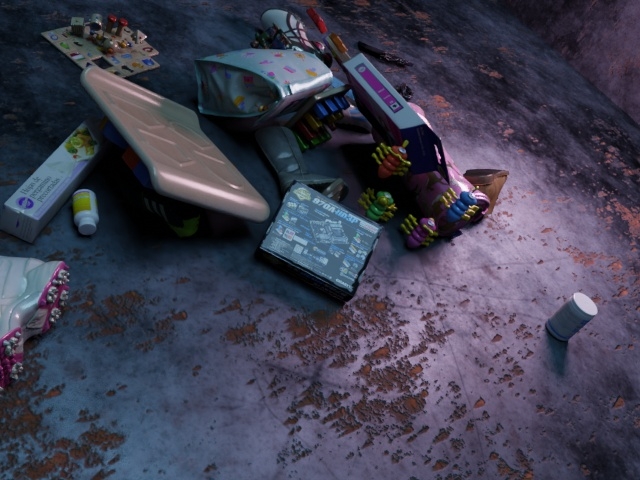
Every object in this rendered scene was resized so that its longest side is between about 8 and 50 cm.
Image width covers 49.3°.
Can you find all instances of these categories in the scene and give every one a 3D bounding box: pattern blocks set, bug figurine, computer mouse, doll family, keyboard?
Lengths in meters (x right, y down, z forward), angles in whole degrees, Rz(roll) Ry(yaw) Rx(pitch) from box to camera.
[{"bbox_3d":[0.077,-0.489,1.962,0.324,0.026,0.285,57,5,34],"label":"pattern blocks set"},{"bbox_3d":[0.218,-0.093,1.618,0.279,0.216,0.072,32,28,-4],"label":"bug figurine"},{"bbox_3d":[0.239,-0.434,2.144,0.071,0.041,0.242,41,31,-3],"label":"computer mouse"},{"bbox_3d":[-0.129,-0.512,1.916,0.076,0.111,0.193,45,9,-44],"label":"doll family"},{"bbox_3d":[0.215,-0.611,2.324,0.192,0.038,0.100,15,18,-19],"label":"keyboard"}]

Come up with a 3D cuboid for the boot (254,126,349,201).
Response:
[{"bbox_3d":[-0.045,-0.181,1.653,0.190,0.076,0.208,6,38,-32],"label":"boot"}]

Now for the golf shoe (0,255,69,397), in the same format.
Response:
[{"bbox_3d":[-0.481,0.127,0.998,0.140,0.115,0.306,18,33,-2],"label":"golf shoe"}]

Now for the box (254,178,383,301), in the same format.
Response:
[{"bbox_3d":[0.000,0.000,1.439,0.220,0.051,0.175,27,65,-6],"label":"box"}]

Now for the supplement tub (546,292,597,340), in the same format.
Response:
[{"bbox_3d":[0.598,0.183,1.664,0.071,0.107,0.071,19,41,-17],"label":"supplement tub"}]

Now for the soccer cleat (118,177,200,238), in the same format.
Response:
[{"bbox_3d":[-0.308,-0.077,1.348,0.179,0.072,0.060,35,38,3],"label":"soccer cleat"}]

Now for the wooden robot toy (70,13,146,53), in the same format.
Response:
[{"bbox_3d":[-0.499,-0.479,1.641,0.173,0.076,0.079,12,53,-23],"label":"wooden robot toy"}]

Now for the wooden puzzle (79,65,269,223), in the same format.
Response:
[{"bbox_3d":[-0.293,-0.170,1.376,0.322,0.080,0.347,16,31,-55],"label":"wooden puzzle"}]

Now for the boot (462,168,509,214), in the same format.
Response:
[{"bbox_3d":[0.457,-0.142,1.945,0.112,0.115,0.305,0,12,25],"label":"boot"}]

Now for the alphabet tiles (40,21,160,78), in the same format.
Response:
[{"bbox_3d":[-0.509,-0.459,1.672,0.198,0.009,0.237,39,38,9],"label":"alphabet tiles"}]

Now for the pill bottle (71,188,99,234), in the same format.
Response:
[{"bbox_3d":[-0.425,-0.050,1.262,0.043,0.043,0.083,6,45,-30],"label":"pill bottle"}]

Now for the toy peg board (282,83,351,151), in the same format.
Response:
[{"bbox_3d":[0.003,-0.301,1.746,0.079,0.161,0.161,55,41,2],"label":"toy peg board"}]

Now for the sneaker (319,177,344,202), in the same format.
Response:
[{"bbox_3d":[0.004,-0.058,1.534,0.071,0.066,0.188,45,61,-7],"label":"sneaker"}]

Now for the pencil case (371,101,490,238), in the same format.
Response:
[{"bbox_3d":[0.277,-0.191,1.808,0.160,0.167,0.386,-29,58,0],"label":"pencil case"}]

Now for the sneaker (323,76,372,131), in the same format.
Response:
[{"bbox_3d":[0.071,-0.358,1.906,0.229,0.092,0.087,29,31,-37],"label":"sneaker"}]

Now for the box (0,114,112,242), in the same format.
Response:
[{"bbox_3d":[-0.476,-0.124,1.289,0.063,0.067,0.324,27,39,-7],"label":"box"}]

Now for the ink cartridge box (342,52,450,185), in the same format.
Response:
[{"bbox_3d":[0.181,-0.285,1.684,0.069,0.175,0.371,-33,53,-4],"label":"ink cartridge box"}]

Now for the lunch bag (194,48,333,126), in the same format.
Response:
[{"bbox_3d":[-0.129,-0.368,1.652,0.262,0.160,0.223,13,27,32],"label":"lunch bag"}]

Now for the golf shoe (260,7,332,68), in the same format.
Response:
[{"bbox_3d":[-0.088,-0.573,2.011,0.273,0.105,0.120,44,46,14],"label":"golf shoe"}]
